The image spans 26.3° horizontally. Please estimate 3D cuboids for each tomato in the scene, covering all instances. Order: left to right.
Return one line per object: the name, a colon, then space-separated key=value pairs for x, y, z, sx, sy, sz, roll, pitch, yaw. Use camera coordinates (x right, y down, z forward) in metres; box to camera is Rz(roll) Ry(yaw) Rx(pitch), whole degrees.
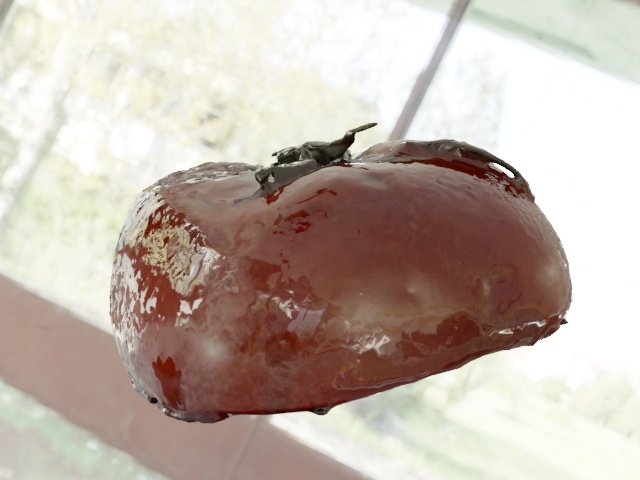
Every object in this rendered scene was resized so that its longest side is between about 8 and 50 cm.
tomato: x=-0.002 y=-0.003 z=0.649 sx=0.228 sy=0.101 sz=0.228 roll=-9 pitch=14 yaw=2
